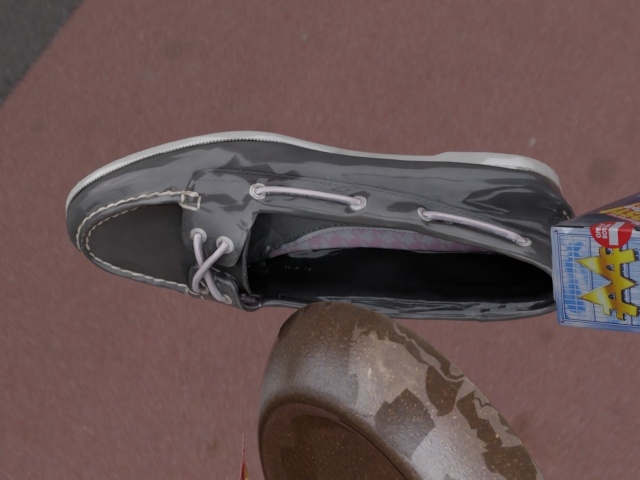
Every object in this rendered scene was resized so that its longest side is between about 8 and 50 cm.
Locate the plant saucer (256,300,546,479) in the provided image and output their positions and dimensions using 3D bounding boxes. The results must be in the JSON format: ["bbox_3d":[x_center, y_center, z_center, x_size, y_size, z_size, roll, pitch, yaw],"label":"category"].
[{"bbox_3d":[0.030,0.122,0.586,0.036,0.198,0.198,-29,71,-31],"label":"plant saucer"}]

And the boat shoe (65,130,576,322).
[{"bbox_3d":[0.000,0.000,0.844,0.335,0.112,0.095,-1,46,-1],"label":"boat shoe"}]

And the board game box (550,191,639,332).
[{"bbox_3d":[0.229,0.008,0.681,0.194,0.194,0.060,-15,108,-22],"label":"board game box"}]

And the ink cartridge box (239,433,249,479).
[{"bbox_3d":[-0.027,0.266,0.912,0.056,0.181,0.225,-1,99,-2],"label":"ink cartridge box"}]
